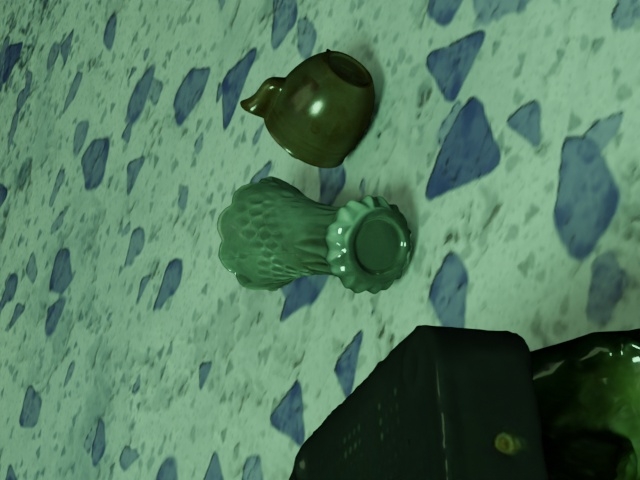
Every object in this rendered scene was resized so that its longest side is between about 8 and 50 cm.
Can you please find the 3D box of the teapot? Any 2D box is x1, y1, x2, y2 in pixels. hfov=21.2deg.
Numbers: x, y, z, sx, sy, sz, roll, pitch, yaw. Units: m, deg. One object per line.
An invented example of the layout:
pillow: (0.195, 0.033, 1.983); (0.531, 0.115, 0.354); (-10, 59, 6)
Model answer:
teapot: (-0.005, -0.105, 1.193); (0.080, 0.085, 0.110); (-54, 14, 32)

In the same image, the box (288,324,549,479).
box: (0.047, 0.228, 0.722); (0.211, 0.058, 0.350); (124, 146, -59)

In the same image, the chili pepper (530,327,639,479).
chili pepper: (0.132, 0.173, 0.767); (0.148, 0.116, 0.265); (-27, 53, 41)

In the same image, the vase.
vase: (0.000, 0.000, 1.130); (0.148, 0.081, 0.081); (7, 82, 59)
